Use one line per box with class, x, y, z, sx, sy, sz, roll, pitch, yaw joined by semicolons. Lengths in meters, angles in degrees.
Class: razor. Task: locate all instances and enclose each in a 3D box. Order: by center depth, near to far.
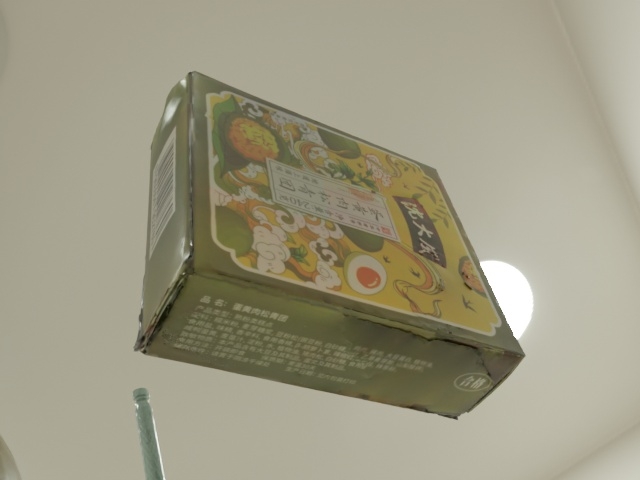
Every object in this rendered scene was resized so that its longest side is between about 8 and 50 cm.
razor;-0.242;0.304;0.874;0.106;0.232;0.068;-45;-48;12

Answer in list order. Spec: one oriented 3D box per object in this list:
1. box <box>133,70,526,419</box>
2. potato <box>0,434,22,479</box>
box;0.000;0.000;0.766;0.420;0.373;0.138;18;-55;-25
potato;-0.349;0.282;0.405;0.319;0.385;0.442;-11;-119;-5
